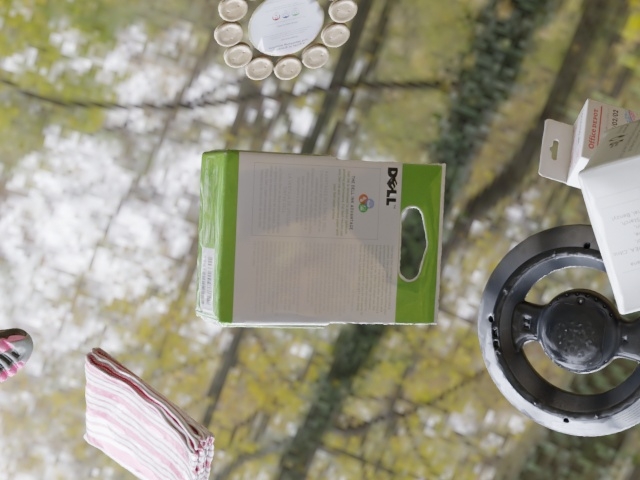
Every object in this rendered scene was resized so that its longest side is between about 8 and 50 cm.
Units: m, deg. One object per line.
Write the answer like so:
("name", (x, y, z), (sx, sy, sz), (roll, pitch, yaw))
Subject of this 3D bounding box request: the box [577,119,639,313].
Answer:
("box", (0.311, -0.040, 1.294), (0.181, 0.119, 0.181), (-16, -171, 19))

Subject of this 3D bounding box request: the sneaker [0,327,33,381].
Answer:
("sneaker", (-0.274, 0.084, 1.241), (0.119, 0.047, 0.057), (-18, -133, 0))

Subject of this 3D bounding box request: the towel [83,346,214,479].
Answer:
("towel", (-0.169, 0.189, 1.572), (0.144, 0.197, 0.029), (36, -119, 13))

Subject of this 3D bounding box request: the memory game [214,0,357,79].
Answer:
("memory game", (-0.043, -0.273, 2.060), (0.186, 0.186, 0.012), (8, -141, -30))

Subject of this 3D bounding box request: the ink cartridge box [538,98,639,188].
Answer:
("ink cartridge box", (0.380, -0.114, 2.137), (0.181, 0.061, 0.104), (15, -127, -3))

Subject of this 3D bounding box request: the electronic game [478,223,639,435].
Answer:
("electronic game", (0.279, 0.096, 1.769), (0.229, 0.229, 0.048), (27, -163, 18))

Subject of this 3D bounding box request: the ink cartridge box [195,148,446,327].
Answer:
("ink cartridge box", (0.000, 0.000, 1.826), (0.255, 0.189, 0.097), (2, -178, -19))
